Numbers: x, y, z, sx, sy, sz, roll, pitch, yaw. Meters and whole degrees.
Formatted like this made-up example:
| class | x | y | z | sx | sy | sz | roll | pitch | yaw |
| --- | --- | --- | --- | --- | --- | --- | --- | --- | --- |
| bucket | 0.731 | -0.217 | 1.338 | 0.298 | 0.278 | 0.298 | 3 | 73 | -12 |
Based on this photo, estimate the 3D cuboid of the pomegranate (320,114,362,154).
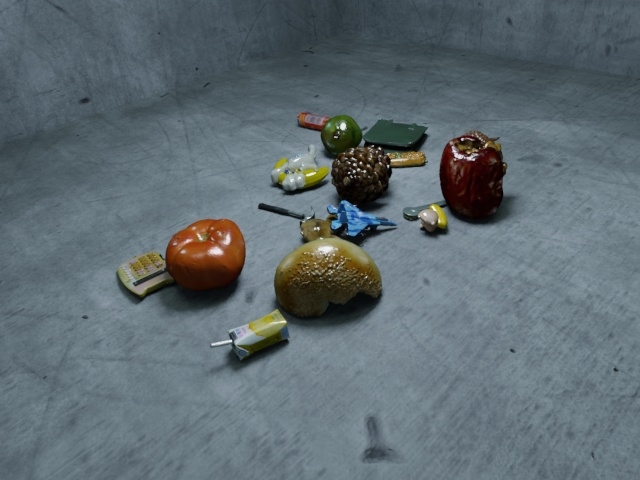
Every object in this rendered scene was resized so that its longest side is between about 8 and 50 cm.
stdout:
| class | x | y | z | sx | sy | sz | roll | pitch | yaw |
| --- | --- | --- | --- | --- | --- | --- | --- | --- | --- |
| pomegranate | 0.102 | -0.464 | 2.116 | 0.187 | 0.186 | 0.225 | 9 | 9 | 20 |

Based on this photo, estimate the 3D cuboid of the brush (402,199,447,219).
| class | x | y | z | sx | sy | sz | roll | pitch | yaw |
| --- | --- | --- | --- | --- | --- | --- | --- | --- | --- |
| brush | 0.417 | -0.124 | 1.719 | 0.266 | 0.027 | 0.062 | -15 | 37 | -19 |

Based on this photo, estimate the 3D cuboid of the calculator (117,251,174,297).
| class | x | y | z | sx | sy | sz | roll | pitch | yaw |
| --- | --- | --- | --- | --- | --- | --- | --- | --- | --- |
| calculator | -0.567 | 0.105 | 1.541 | 0.157 | 0.033 | 0.236 | -27 | 39 | -25 |

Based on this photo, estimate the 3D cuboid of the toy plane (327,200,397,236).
| class | x | y | z | sx | sy | sz | roll | pitch | yaw |
| --- | --- | --- | --- | --- | --- | --- | --- | --- | --- |
| toy plane | 0.145 | -0.065 | 1.607 | 0.247 | 0.078 | 0.169 | 12 | 43 | -23 |

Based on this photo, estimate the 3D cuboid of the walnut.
| class | x | y | z | sx | sy | sz | roll | pitch | yaw |
| --- | --- | --- | --- | --- | --- | --- | --- | --- | --- |
| walnut | 0.539 | -0.223 | 1.628 | 0.244 | 0.269 | 0.221 | -14 | 37 | -6 |

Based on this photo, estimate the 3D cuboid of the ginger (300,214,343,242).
| class | x | y | z | sx | sy | sz | roll | pitch | yaw |
| --- | --- | --- | --- | --- | --- | --- | --- | --- | --- |
| ginger | 0.000 | 0.000 | 1.566 | 0.148 | 0.081 | 0.333 | 16 | 40 | -4 |

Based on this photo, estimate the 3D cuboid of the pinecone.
| class | x | y | z | sx | sy | sz | roll | pitch | yaw |
| --- | --- | --- | --- | --- | --- | --- | --- | --- | --- |
| pinecone | 0.155 | -0.244 | 1.762 | 0.224 | 0.224 | 0.272 | 11 | 22 | 22 |

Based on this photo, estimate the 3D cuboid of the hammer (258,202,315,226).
| class | x | y | z | sx | sy | sz | roll | pitch | yaw |
| --- | --- | --- | --- | --- | --- | --- | --- | --- | --- |
| hammer | -0.129 | -0.112 | 1.775 | 0.246 | 0.029 | 0.103 | 17 | 42 | 30 |

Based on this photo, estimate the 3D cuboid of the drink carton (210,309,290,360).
| class | x | y | z | sx | sy | sz | roll | pitch | yaw |
| --- | --- | --- | --- | --- | --- | --- | --- | --- | --- |
| drink carton | -0.184 | 0.257 | 1.238 | 0.200 | 0.074 | 0.084 | -22 | 38 | -18 |

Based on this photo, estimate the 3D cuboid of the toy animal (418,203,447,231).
| class | x | y | z | sx | sy | sz | roll | pitch | yaw |
| --- | --- | --- | --- | --- | --- | --- | --- | --- | --- |
| toy animal | 0.375 | -0.062 | 1.602 | 0.114 | 0.082 | 0.091 | -25 | 71 | -45 |

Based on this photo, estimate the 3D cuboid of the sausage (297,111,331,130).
| class | x | y | z | sx | sy | sz | roll | pitch | yaw |
| --- | --- | --- | --- | --- | --- | --- | --- | --- | --- |
| sausage | 0.011 | -0.583 | 2.358 | 0.274 | 0.074 | 0.074 | 19 | 43 | 31 |

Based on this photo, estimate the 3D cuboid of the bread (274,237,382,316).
| class | x | y | z | sx | sy | sz | roll | pitch | yaw |
| --- | --- | --- | --- | --- | --- | --- | --- | --- | --- |
| bread | 0.019 | 0.093 | 1.332 | 0.314 | 0.192 | 0.171 | -5 | 35 | 1 |

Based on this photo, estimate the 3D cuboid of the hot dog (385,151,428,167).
| class | x | y | z | sx | sy | sz | roll | pitch | yaw |
| --- | --- | --- | --- | --- | --- | --- | --- | --- | --- |
| hot dog | 0.360 | -0.344 | 1.996 | 0.189 | 0.055 | 0.072 | -5 | 35 | 3 |

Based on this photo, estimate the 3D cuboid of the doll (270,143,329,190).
| class | x | y | z | sx | sy | sz | roll | pitch | yaw |
| --- | --- | --- | --- | --- | --- | --- | --- | --- | --- |
| doll | -0.086 | -0.297 | 1.950 | 0.252 | 0.111 | 0.237 | -27 | 39 | -13 |

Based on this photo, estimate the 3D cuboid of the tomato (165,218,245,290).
| class | x | y | z | sx | sy | sz | roll | pitch | yaw |
| --- | --- | --- | --- | --- | --- | --- | --- | --- | --- |
| tomato | -0.347 | 0.046 | 1.461 | 0.260 | 0.179 | 0.259 | -6 | 34 | 4 |

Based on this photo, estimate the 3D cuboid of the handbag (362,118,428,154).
| class | x | y | z | sx | sy | sz | roll | pitch | yaw |
| --- | --- | --- | --- | --- | --- | --- | --- | --- | --- |
| handbag | 0.339 | -0.469 | 2.151 | 0.248 | 0.079 | 0.260 | 12 | 39 | 23 |

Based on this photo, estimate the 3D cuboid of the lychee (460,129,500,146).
| class | x | y | z | sx | sy | sz | roll | pitch | yaw |
| --- | --- | --- | --- | --- | --- | --- | --- | --- | --- |
| lychee | 0.624 | -0.364 | 1.892 | 0.197 | 0.165 | 0.165 | -42 | 42 | 0 |
